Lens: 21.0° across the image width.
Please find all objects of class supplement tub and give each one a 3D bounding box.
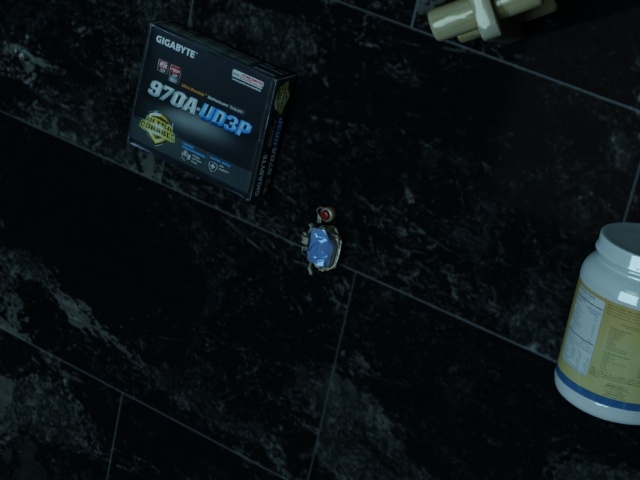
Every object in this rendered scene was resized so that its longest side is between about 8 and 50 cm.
[{"bbox_3d":[0.356,0.094,1.965,0.144,0.144,0.200,23,113,28],"label":"supplement tub"}]

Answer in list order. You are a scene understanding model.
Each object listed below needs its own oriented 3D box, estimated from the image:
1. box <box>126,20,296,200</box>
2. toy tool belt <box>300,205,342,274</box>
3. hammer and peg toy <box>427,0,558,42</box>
[{"bbox_3d":[-0.148,-0.174,2.297,0.220,0.051,0.175,27,115,27],"label":"box"},{"bbox_3d":[0.000,0.000,2.240,0.052,0.051,0.083,10,107,32],"label":"toy tool belt"},{"bbox_3d":[0.154,-0.395,1.927,0.127,0.266,0.361,-18,91,14],"label":"hammer and peg toy"}]
